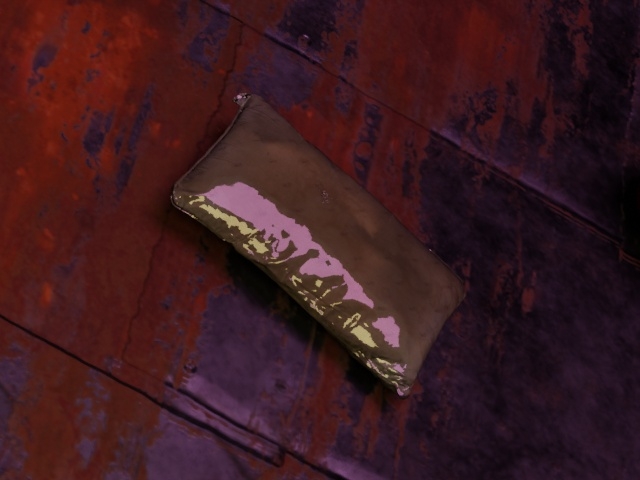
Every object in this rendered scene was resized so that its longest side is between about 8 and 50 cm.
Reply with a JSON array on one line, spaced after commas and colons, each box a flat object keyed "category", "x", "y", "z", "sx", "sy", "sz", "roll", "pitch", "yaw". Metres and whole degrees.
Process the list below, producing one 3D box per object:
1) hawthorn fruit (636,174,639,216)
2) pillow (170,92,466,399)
[{"category": "hawthorn fruit", "x": 0.493, "y": -0.062, "z": 2.136, "sx": 0.266, "sy": 0.210, "sz": 0.230, "roll": -34, "pitch": 61, "yaw": -12}, {"category": "pillow", "x": 0.000, "y": 0.000, "z": 1.819, "sx": 0.302, "sy": 0.075, "sz": 0.185, "roll": 42, "pitch": 43, "yaw": -5}]
